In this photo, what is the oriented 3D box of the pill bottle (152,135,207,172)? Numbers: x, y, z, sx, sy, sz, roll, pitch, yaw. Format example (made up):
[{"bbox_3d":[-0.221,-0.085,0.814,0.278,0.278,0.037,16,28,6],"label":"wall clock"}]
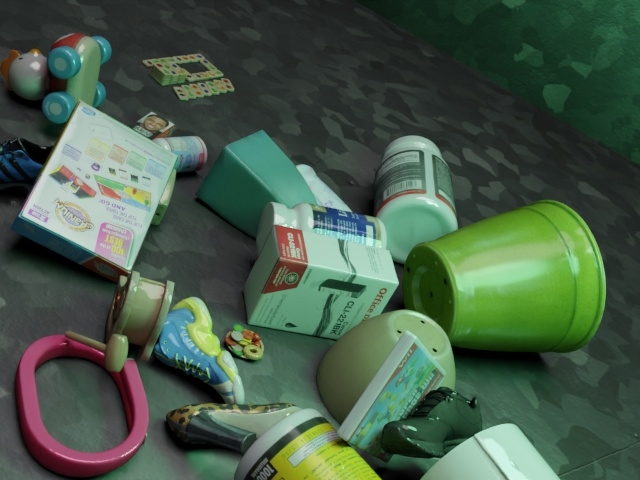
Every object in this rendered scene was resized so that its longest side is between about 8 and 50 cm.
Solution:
[{"bbox_3d":[-0.359,-0.205,2.182,0.160,0.087,0.087,-10,48,-43],"label":"pill bottle"}]

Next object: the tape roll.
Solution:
[{"bbox_3d":[0.299,0.461,1.582,0.246,0.246,0.169,-4,44,-39],"label":"tape roll"}]

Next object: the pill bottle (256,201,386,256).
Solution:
[{"bbox_3d":[0.000,0.000,2.010,0.265,0.153,0.153,11,36,-21],"label":"pill bottle"}]

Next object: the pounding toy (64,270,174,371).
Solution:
[{"bbox_3d":[-0.357,0.117,1.617,0.155,0.154,0.269,17,9,-17],"label":"pounding toy"}]

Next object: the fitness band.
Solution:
[{"bbox_3d":[-0.401,0.270,1.527,0.209,0.054,0.290,5,38,-30],"label":"fitness band"}]

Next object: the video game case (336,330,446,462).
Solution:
[{"bbox_3d":[0.132,0.280,1.583,0.025,0.204,0.285,31,-8,26],"label":"video game case"}]

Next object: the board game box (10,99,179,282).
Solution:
[{"bbox_3d":[-0.451,-0.102,1.851,0.242,0.064,0.316,30,52,-19],"label":"board game box"}]

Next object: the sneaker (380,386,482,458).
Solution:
[{"bbox_3d":[0.200,0.325,1.621,0.109,0.130,0.286,-3,-12,35],"label":"sneaker"}]

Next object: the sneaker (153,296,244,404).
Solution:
[{"bbox_3d":[-0.236,0.226,1.698,0.126,0.091,0.240,-23,62,-16],"label":"sneaker"}]

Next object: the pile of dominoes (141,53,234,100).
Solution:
[{"bbox_3d":[-0.369,-0.483,2.603,0.196,0.040,0.251,41,36,21],"label":"pile of dominoes"}]

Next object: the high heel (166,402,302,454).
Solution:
[{"bbox_3d":[-0.142,0.321,1.632,0.186,0.093,0.261,11,3,30],"label":"high heel"}]

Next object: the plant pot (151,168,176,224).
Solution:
[{"bbox_3d":[-0.384,-0.097,2.008,0.109,0.109,0.096,9,49,-25],"label":"plant pot"}]

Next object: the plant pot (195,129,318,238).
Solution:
[{"bbox_3d":[-0.135,-0.107,2.147,0.234,0.165,0.165,44,35,8],"label":"plant pot"}]

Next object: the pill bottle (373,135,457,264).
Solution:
[{"bbox_3d":[0.243,-0.116,2.370,0.210,0.210,0.363,21,33,-10],"label":"pill bottle"}]

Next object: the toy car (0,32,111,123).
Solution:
[{"bbox_3d":[-0.657,-0.406,2.168,0.238,0.210,0.219,15,22,4],"label":"toy car"}]

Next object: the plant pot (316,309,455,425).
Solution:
[{"bbox_3d":[0.159,0.251,1.822,0.284,0.191,0.284,19,33,-13],"label":"plant pot"}]

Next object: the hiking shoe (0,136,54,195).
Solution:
[{"bbox_3d":[-0.660,-0.165,1.872,0.304,0.132,0.113,0,41,-36],"label":"hiking shoe"}]

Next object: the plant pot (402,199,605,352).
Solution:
[{"bbox_3d":[0.393,0.105,2.087,0.353,0.366,0.366,-7,45,-24],"label":"plant pot"}]

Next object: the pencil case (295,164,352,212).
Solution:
[{"bbox_3d":[0.005,-0.067,2.221,0.273,0.113,0.124,49,18,31],"label":"pencil case"}]

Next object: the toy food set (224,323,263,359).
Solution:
[{"bbox_3d":[-0.152,0.206,1.820,0.083,0.020,0.083,21,34,-8],"label":"toy food set"}]

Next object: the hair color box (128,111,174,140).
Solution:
[{"bbox_3d":[-0.430,-0.266,2.256,0.072,0.043,0.141,29,32,5],"label":"hair color box"}]

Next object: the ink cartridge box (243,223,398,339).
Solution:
[{"bbox_3d":[-0.001,0.097,1.915,0.273,0.197,0.114,12,38,-22],"label":"ink cartridge box"}]

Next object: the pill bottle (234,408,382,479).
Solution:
[{"bbox_3d":[0.029,0.448,1.460,0.334,0.188,0.188,44,36,25],"label":"pill bottle"}]
